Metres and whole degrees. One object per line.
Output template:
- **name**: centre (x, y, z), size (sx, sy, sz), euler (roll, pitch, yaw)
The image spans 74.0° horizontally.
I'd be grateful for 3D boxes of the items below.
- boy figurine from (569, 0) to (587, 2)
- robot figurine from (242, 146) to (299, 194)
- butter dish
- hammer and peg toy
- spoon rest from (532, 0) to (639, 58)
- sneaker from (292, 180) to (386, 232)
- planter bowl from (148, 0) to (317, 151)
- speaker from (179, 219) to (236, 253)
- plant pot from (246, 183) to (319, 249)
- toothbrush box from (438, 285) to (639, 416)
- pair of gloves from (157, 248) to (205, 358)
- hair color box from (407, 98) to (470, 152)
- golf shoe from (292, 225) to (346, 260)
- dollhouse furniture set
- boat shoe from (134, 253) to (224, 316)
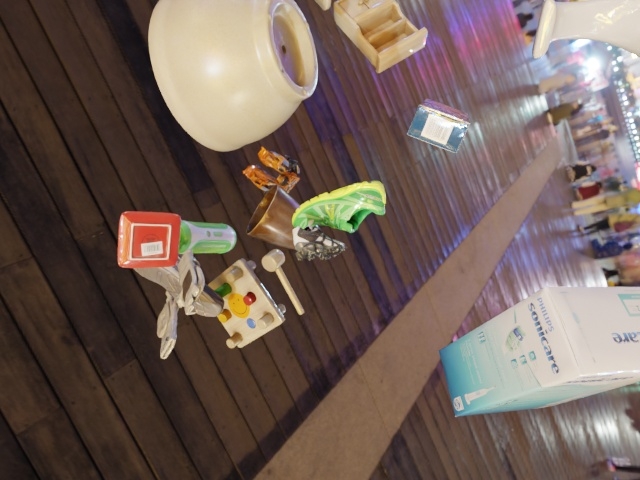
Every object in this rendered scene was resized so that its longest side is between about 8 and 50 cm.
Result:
- **boy figurine**: centre (0.508, -0.398, 0.697), size (0.285, 0.177, 0.092), euler (-27, 100, -17)
- **robot figurine**: centre (-0.205, -0.295, 1.915), size (0.085, 0.211, 0.291), euler (48, 13, 32)
- **butter dish**: centre (-0.490, -0.012, 1.199), size (0.160, 0.118, 0.160), euler (0, 106, -34)
- **hammer and peg toy**: centre (-0.233, 0.201, 1.428), size (0.266, 0.361, 0.127), euler (56, 34, 1)
- **spoon rest**: centre (0.363, -0.220, 0.429), size (0.084, 0.275, 0.138), euler (-67, 160, -53)
- **sneaker**: centre (0.045, -0.073, 1.183), size (0.109, 0.295, 0.124), euler (-6, 79, -61)
- **planter bowl**: centre (-0.070, -0.180, 0.426), size (0.162, 0.109, 0.162), euler (16, 71, -61)
- **speaker**: centre (-0.457, -0.010, 1.642), size (0.296, 0.131, 0.131), euler (2, 75, -65)
- **plant pot**: centre (-0.126, -0.059, 1.608), size (0.230, 0.215, 0.216), euler (32, 52, -19)
- **toothbrush box**: centre (0.369, 0.190, 0.692), size (0.216, 0.296, 0.126), euler (2, 60, -16)
- **pair of gloves**: centre (-0.372, 0.164, 1.133), size (0.042, 0.204, 0.240), euler (20, 107, -32)
- **hair color box**: centre (0.417, -0.411, 1.486), size (0.173, 0.105, 0.347), euler (24, 26, 7)
- **golf shoe**: centre (0.000, 0.000, 1.127), size (0.198, 0.077, 0.094), euler (6, 57, -57)
- **dollhouse furniture set**: centre (0.160, -0.700, 1.126), size (0.257, 0.361, 0.394), euler (55, -8, 18)
- **boat shoe**: centre (-0.447, 0.105, 1.379), size (0.355, 0.132, 0.130), euler (37, 46, 0)
